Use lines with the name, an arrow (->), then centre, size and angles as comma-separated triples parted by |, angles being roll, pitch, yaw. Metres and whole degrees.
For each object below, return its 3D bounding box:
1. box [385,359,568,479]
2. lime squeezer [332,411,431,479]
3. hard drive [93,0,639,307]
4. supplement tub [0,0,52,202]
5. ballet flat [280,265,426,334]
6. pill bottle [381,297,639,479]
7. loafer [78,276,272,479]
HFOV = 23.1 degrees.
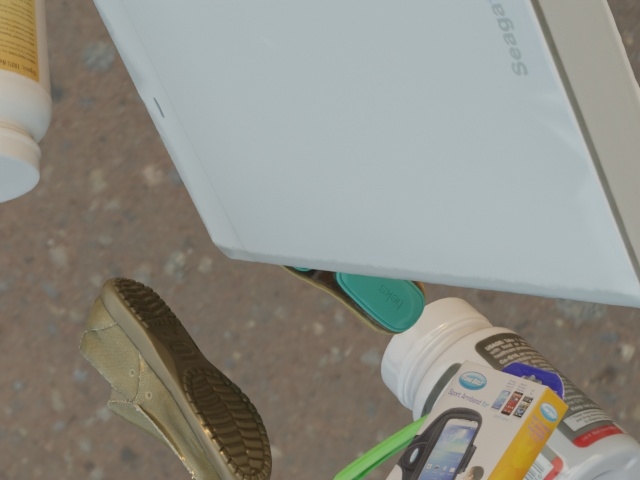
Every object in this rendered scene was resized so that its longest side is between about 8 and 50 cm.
box -> 0.092, 0.129, 0.957 | 0.028, 0.136, 0.081 | 41, 165, -31
lime squeezer -> -0.004, 0.242, 1.212 | 0.110, 0.310, 0.059 | 22, 172, 41
hard drive -> 0.013, -0.073, 0.723 | 0.307, 0.040, 0.203 | 6, 127, 52
supplement tub -> -0.262, -0.134, 1.089 | 0.144, 0.144, 0.200 | -17, 70, 32
ballet flat -> 0.000, 0.000, 1.263 | 0.232, 0.080, 0.073 | 48, 175, -39
pill bottle -> 0.205, 0.198, 1.723 | 0.283, 0.161, 0.161 | 44, 135, 37
loafer -> -0.079, 0.085, 0.840 | 0.050, 0.056, 0.148 | -49, 60, 22
